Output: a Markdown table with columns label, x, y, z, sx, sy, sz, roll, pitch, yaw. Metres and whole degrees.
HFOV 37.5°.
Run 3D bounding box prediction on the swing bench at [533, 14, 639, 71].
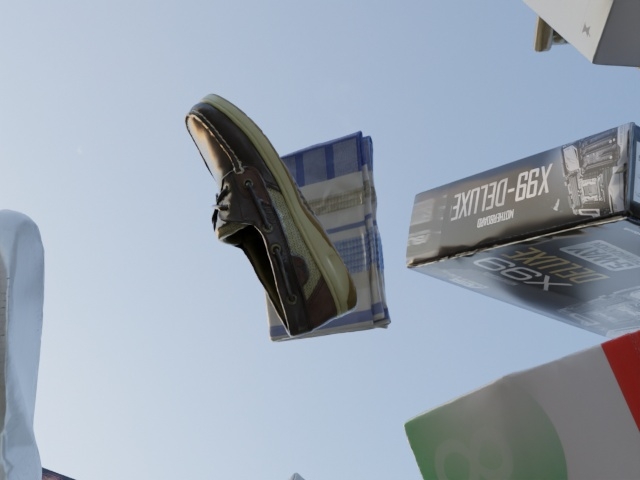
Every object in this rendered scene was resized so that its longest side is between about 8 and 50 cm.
| label | x | y | z | sx | sy | sz | roll | pitch | yaw |
| --- | --- | --- | --- | --- | --- | --- | --- | --- | --- |
| swing bench | 0.424 | -0.262 | 1.055 | 0.254 | 0.253 | 0.165 | 42 | -45 | 45 |

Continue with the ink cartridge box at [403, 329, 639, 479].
| label | x | y | z | sx | sy | sz | roll | pitch | yaw |
| --- | --- | --- | --- | --- | --- | --- | --- | --- | --- |
| ink cartridge box | 0.171 | 0.148 | 0.528 | 0.224 | 0.056 | 0.181 | -33 | -113 | 36 |

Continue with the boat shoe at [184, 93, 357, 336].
| label | x | y | z | sx | sy | sz | roll | pitch | yaw |
| --- | --- | --- | --- | --- | --- | --- | --- | --- | --- |
| boat shoe | -0.037 | -0.015 | 0.534 | 0.152 | 0.049 | 0.056 | 54 | -22 | 13 |

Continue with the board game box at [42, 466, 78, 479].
| label | x | y | z | sx | sy | sz | roll | pitch | yaw |
| --- | --- | --- | --- | --- | --- | --- | --- | --- | --- |
| board game box | -0.321 | 0.290 | 0.833 | 0.165 | 0.243 | 0.042 | 11 | -60 | 25 |

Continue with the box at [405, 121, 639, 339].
| label | x | y | z | sx | sy | sz | roll | pitch | yaw |
| --- | --- | --- | --- | --- | --- | --- | --- | --- | --- |
| box | 0.267 | 0.013 | 0.813 | 0.307 | 0.076 | 0.242 | 19 | -20 | -30 |

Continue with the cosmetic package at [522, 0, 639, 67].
| label | x | y | z | sx | sy | sz | roll | pitch | yaw |
| --- | --- | --- | --- | --- | --- | --- | --- | --- | --- |
| cosmetic package | 0.271 | -0.384 | 0.837 | 0.097 | 0.284 | 0.377 | -1 | -56 | -18 |

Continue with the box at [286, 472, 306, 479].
| label | x | y | z | sx | sy | sz | roll | pitch | yaw |
| --- | --- | --- | --- | --- | --- | --- | --- | --- | --- |
| box | 0.027 | 0.472 | 1.236 | 0.311 | 0.121 | 0.148 | 44 | -74 | -3 |

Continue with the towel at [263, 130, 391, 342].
| label | x | y | z | sx | sy | sz | roll | pitch | yaw |
| --- | --- | --- | --- | --- | --- | --- | --- | --- | --- |
| towel | 0.000 | 0.000 | 1.366 | 0.209 | 0.034 | 0.285 | -14 | -105 | 33 |

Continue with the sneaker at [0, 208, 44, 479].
| label | x | y | z | sx | sy | sz | roll | pitch | yaw |
| --- | --- | --- | --- | --- | --- | --- | --- | --- | --- |
| sneaker | -0.165 | 0.091 | 0.373 | 0.094 | 0.080 | 0.212 | 4 | -89 | -2 |
